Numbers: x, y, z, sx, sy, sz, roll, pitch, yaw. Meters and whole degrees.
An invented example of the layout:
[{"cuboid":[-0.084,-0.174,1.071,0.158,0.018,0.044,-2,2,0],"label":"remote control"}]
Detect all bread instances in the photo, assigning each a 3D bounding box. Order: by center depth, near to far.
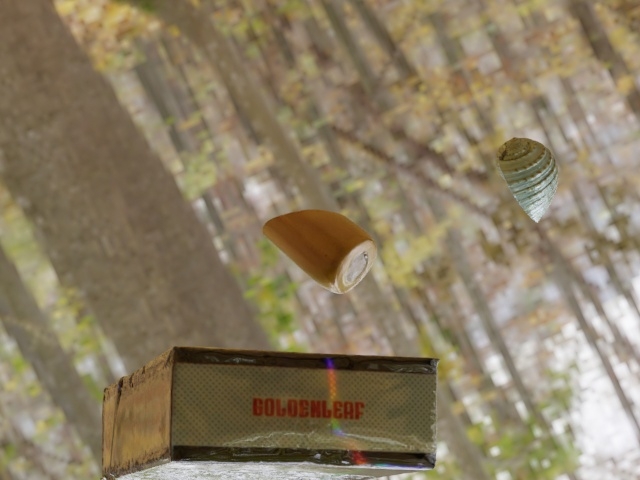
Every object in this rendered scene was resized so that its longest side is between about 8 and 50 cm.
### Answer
[{"cuboid":[0.000,-0.001,1.473,0.062,0.103,0.049,-50,143,0],"label":"bread"}]

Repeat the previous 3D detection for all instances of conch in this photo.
[{"cuboid":[0.212,-0.064,1.675,0.057,0.085,0.076,-34,-161,23],"label":"conch"}]

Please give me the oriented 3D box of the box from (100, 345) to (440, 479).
[{"cuboid":[-0.049,0.143,1.290,0.198,0.084,0.310,3,169,-16],"label":"box"}]
